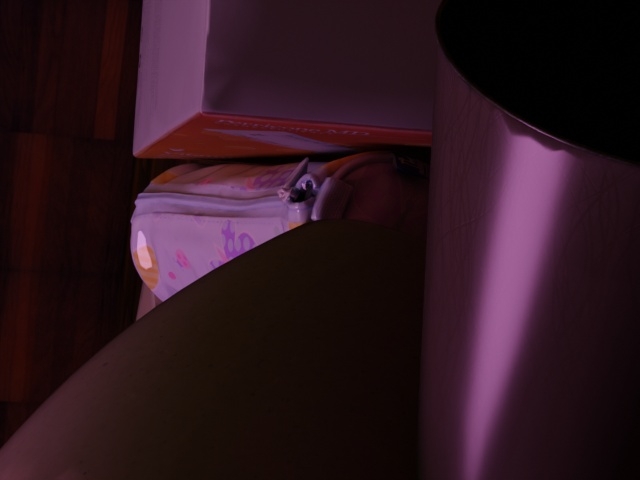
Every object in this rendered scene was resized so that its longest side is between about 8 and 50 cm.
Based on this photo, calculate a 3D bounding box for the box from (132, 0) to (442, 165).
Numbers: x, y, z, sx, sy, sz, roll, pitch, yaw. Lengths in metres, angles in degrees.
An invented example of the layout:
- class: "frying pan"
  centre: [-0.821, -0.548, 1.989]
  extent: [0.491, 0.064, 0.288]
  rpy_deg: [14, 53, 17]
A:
- class: "box"
  centre: [0.003, -0.141, 1.292]
  extent: [0.345, 0.215, 0.168]
  rpy_deg: [170, 103, -78]

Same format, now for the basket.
- class: "basket"
  centre: [0.118, 0.024, 0.856]
  extent: [0.204, 0.154, 0.227]
  rpy_deg: [-127, 36, -53]

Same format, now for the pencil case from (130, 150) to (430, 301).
- class: "pencil case"
  centre: [-0.026, -0.001, 1.316]
  extent: [0.273, 0.124, 0.114]
  rpy_deg: [-1, 78, 60]

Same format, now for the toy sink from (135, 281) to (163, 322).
- class: "toy sink"
  centre: [-0.088, 0.088, 1.799]
  extent: [0.131, 0.152, 0.234]
  rpy_deg: [-99, 19, -47]

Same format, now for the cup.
- class: "cup"
  centre: [0.005, 0.130, 1.072]
  extent: [0.237, 0.331, 0.331]
  rpy_deg: [-60, 1, -24]
